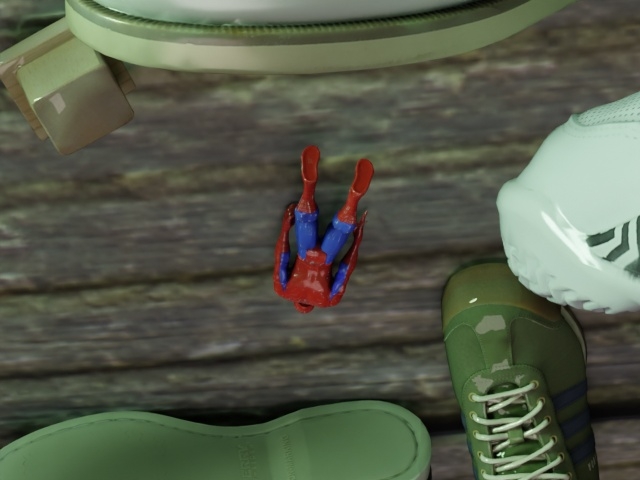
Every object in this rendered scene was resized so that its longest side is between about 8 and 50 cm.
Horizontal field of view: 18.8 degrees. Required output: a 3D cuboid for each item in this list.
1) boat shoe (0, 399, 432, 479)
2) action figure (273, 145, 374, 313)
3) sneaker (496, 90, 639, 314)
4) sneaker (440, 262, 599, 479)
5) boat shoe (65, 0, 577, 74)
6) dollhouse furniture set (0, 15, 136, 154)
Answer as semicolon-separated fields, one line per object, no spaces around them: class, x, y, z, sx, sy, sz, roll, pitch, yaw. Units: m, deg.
boat shoe;-0.057;0.133;0.980;0.228;0.081;0.068;-4;136;1
action figure;0.000;0.000;0.865;0.038;0.030;0.115;10;144;-3
sneaker;0.195;-0.113;0.532;0.366;0.210;0.137;-19;177;32
sneaker;0.104;0.100;0.936;0.064;0.086;0.192;-10;138;12
boat shoe;0.059;-0.130;0.614;0.302;0.113;0.103;-16;124;-23
dollhouse furniture set;-0.297;-0.111;0.720;0.355;0.174;0.303;-28;137;-4
